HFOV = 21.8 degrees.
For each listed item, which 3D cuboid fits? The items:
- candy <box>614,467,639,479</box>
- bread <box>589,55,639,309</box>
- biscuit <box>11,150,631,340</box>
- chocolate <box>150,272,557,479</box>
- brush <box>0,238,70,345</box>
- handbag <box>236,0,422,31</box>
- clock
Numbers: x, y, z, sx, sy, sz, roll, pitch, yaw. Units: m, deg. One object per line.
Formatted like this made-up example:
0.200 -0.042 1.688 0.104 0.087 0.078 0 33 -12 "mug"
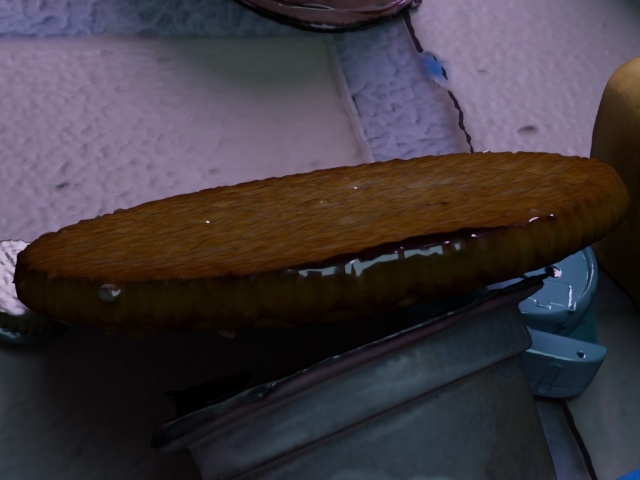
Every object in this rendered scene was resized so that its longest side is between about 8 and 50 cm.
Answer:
0.282 0.154 0.836 0.306 0.100 0.157 -17 57 -28 "candy"
0.210 -0.022 0.921 0.085 0.173 0.134 -27 63 -15 "bread"
0.000 0.000 0.808 0.305 0.038 0.305 -8 10 1 "biscuit"
0.034 0.112 0.780 0.221 0.221 0.147 -20 91 -28 "chocolate"
-0.249 0.045 0.828 0.266 0.027 0.062 -11 55 -23 "brush"
-0.015 -0.241 1.066 0.179 0.116 0.205 -30 64 -33 "handbag"
0.107 0.015 0.937 0.108 0.045 0.147 13 49 -6 "clock"
